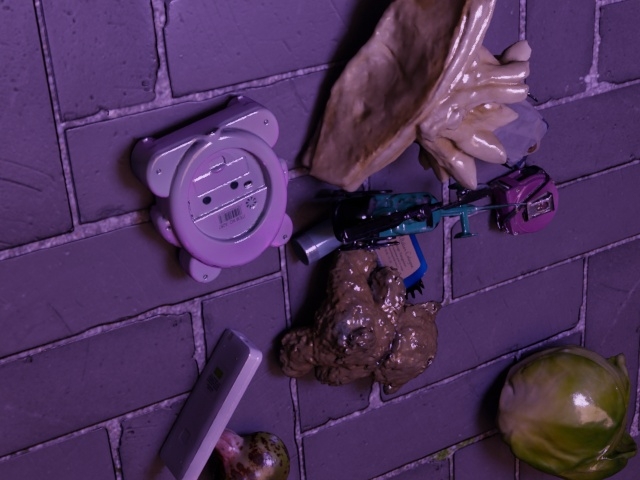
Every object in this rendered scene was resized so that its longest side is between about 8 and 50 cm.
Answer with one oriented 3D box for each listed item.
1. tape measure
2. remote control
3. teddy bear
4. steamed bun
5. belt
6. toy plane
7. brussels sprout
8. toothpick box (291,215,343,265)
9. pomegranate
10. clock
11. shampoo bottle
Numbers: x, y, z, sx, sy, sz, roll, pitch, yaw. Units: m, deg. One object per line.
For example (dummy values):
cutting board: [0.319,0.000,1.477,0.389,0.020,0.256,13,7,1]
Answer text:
tape measure: [0.370,-0.070,2.045,0.125,0.074,0.118,-28,123,-16]
remote control: [-0.180,0.270,1.833,0.034,0.103,0.250,25,95,-34]
teddy bear: [0.092,0.158,1.917,0.256,0.156,0.267,19,105,-41]
steamed bun: [0.179,-0.226,1.733,0.189,0.247,0.428,7,121,-47]
belt: [0.285,-0.223,1.885,0.230,0.139,0.126,35,91,-35]
toy plane: [0.152,-0.042,1.824,0.382,0.155,0.106,-4,88,-35]
brussels sprout: [0.485,0.335,2.194,0.294,0.227,0.259,12,109,-1]
toothpick box: [0.000,0.000,1.859,0.083,0.052,0.052,-31,123,-19]
pomegranate: [-0.127,0.380,1.899,0.138,0.125,0.163,-44,126,7]
clock: [-0.152,-0.073,1.712,0.228,0.090,0.248,-27,124,-19]
shampoo bottle: [0.134,0.024,1.953,0.087,0.050,0.183,-37,125,-17]
